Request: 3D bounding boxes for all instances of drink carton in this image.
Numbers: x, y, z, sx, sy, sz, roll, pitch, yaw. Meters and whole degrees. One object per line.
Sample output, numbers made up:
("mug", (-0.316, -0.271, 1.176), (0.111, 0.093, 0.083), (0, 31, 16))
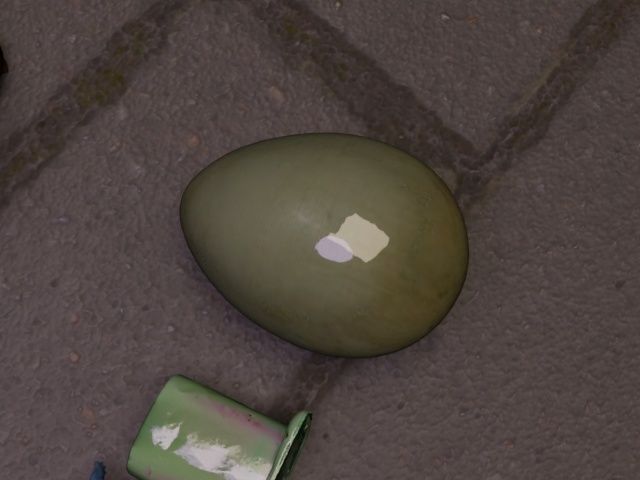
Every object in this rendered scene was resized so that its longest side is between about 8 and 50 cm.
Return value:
("drink carton", (-0.101, 0.209, 0.972), (0.142, 0.144, 0.146), (23, 75, 9))

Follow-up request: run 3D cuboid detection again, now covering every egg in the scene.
("egg", (0.000, 0.000, 0.984), (0.295, 0.218, 0.218), (12, 76, 9))

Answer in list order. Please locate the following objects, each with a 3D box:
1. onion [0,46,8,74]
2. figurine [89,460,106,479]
("onion", (-0.458, -0.146, 0.944), (0.385, 0.347, 0.348), (-24, 79, -46))
("figurine", (-0.207, 0.285, 0.917), (0.178, 0.144, 0.114), (-10, 105, 22))
